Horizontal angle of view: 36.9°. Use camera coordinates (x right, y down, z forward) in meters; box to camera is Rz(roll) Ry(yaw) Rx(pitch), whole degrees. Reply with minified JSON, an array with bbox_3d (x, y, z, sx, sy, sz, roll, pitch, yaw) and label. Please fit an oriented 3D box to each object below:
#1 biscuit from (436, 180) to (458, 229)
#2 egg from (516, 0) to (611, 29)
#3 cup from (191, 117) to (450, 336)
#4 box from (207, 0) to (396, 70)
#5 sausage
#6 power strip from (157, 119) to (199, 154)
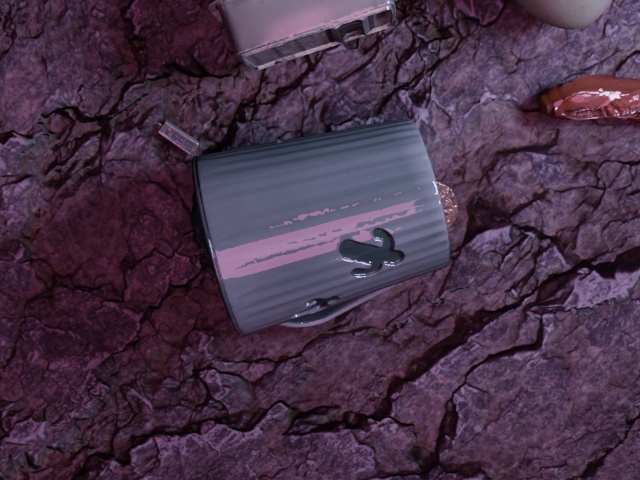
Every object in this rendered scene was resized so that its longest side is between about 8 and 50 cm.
[{"bbox_3d":[0.194,-0.058,1.759,0.120,0.015,0.120,-1,115,-2],"label":"biscuit"},{"bbox_3d":[0.367,-0.461,1.476,0.219,0.218,0.295,-18,125,5],"label":"egg"},{"bbox_3d":[-0.006,-0.024,1.643,0.393,0.401,0.310,-14,82,0],"label":"cup"},{"bbox_3d":[-0.024,-0.384,1.485,0.291,0.220,0.166,-18,93,5],"label":"box"},{"bbox_3d":[0.540,-0.237,1.665,0.327,0.079,0.087,7,99,-8],"label":"sausage"},{"bbox_3d":[-0.250,-0.181,1.674,0.083,0.017,0.027,33,107,-19],"label":"power strip"}]
